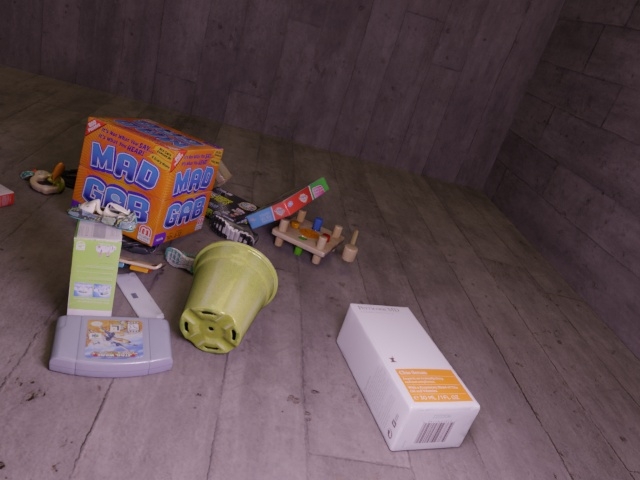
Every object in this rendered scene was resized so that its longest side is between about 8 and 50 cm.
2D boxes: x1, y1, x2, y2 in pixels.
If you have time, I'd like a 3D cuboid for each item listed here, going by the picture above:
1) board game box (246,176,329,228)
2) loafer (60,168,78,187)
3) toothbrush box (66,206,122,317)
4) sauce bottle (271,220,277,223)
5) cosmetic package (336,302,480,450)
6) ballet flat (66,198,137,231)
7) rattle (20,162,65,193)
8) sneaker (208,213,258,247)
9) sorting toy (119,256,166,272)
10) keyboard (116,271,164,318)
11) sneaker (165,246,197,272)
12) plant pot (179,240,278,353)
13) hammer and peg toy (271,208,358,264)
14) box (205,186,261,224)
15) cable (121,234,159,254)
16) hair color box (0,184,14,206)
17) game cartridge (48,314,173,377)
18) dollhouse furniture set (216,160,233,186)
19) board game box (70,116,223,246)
[{"bbox_3d":[-0.142,-0.168,2.291,0.242,0.064,0.316,-17,14,40],"label":"board game box"},{"bbox_3d":[-0.951,-0.263,2.179,0.302,0.095,0.109,14,26,-8],"label":"loafer"},{"bbox_3d":[-0.637,0.071,1.470,0.122,0.283,0.206,6,28,-22],"label":"toothbrush box"},{"bbox_3d":[-0.203,-0.117,2.432,0.042,0.042,0.128,21,27,7],"label":"sauce bottle"},{"bbox_3d":[0.239,0.386,1.543,0.230,0.161,0.453,6,26,-23],"label":"cosmetic package"},{"bbox_3d":[-0.586,-0.078,1.399,0.188,0.070,0.070,14,25,-7],"label":"ballet flat"},{"bbox_3d":[-1.112,-0.280,2.067,0.199,0.143,0.130,39,52,25],"label":"rattle"},{"bbox_3d":[-0.354,-0.043,2.147,0.234,0.078,0.106,29,24,15],"label":"sneaker"},{"bbox_3d":[-0.619,0.076,1.694,0.208,0.038,0.193,10,-4,-11],"label":"sorting toy"},{"bbox_3d":[-0.574,0.173,1.628,0.072,0.014,0.256,-11,37,-38],"label":"keyboard"},{"bbox_3d":[-0.478,0.072,1.859,0.166,0.065,0.076,26,10,11],"label":"sneaker"},{"bbox_3d":[-0.288,0.185,1.540,0.276,0.276,0.254,17,37,-1],"label":"plant pot"},{"bbox_3d":[0.000,0.000,2.227,0.361,0.127,0.266,24,24,14],"label":"hammer and peg toy"},{"bbox_3d":[-0.429,-0.147,2.326,0.270,0.060,0.216,27,27,20],"label":"box"},{"bbox_3d":[-0.680,-0.006,1.884,0.184,0.047,0.150,9,26,-16],"label":"cable"},{"bbox_3d":[-1.195,-0.151,1.839,0.093,0.053,0.167,27,25,17],"label":"hair color box"},{"bbox_3d":[-0.548,0.279,1.377,0.297,0.062,0.198,6,23,-24],"label":"game cartridge"},{"bbox_3d":[-0.560,-0.289,2.407,0.161,0.242,0.212,56,22,-12],"label":"dollhouse furniture set"},{"bbox_3d":[-0.643,-0.234,1.956,0.356,0.356,0.356,23,16,11],"label":"board game box"}]
